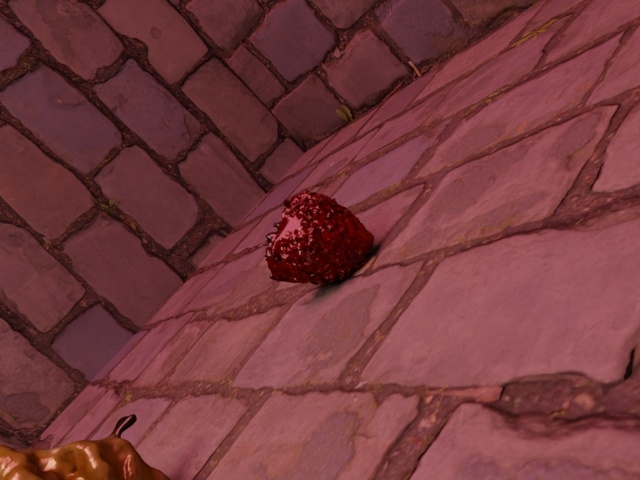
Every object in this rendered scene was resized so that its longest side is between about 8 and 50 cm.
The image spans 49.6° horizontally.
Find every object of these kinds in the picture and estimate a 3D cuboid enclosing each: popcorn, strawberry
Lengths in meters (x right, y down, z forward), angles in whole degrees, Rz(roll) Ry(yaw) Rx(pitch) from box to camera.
[{"bbox_3d":[-0.386,0.405,1.025,0.315,0.281,0.297,-21,-24,10],"label":"popcorn"},{"bbox_3d":[0.000,0.000,1.314,0.201,0.184,0.187,4,10,23],"label":"strawberry"}]
